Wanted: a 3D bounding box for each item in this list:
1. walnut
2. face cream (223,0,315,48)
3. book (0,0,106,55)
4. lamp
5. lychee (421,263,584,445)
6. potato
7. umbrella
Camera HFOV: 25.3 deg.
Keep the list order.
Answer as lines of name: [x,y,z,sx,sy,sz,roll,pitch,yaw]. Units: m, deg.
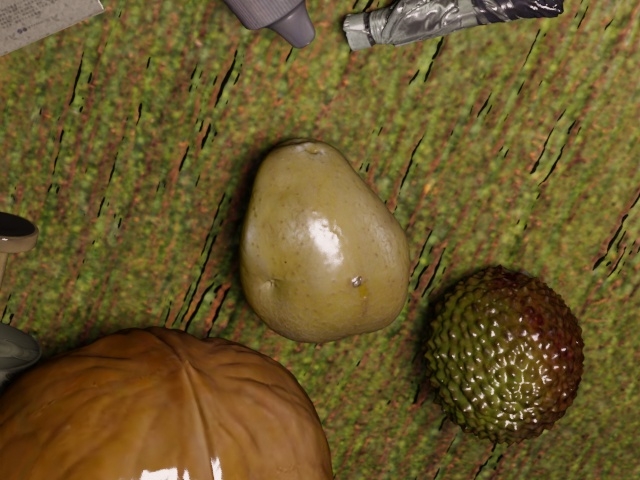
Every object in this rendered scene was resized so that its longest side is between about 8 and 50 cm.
walnut: [-0.168,0.258,1.348,0.354,0.308,0.398,-8,133,-38]
face cream: [-0.097,-0.278,1.135,0.092,0.092,0.311,-29,118,19]
book: [-0.286,-0.252,1.200,0.138,0.016,0.199,-20,119,14]
lamp: [-0.322,0.081,1.356,0.121,0.121,0.215,12,108,-5]
lychee: [0.170,0.115,1.330,0.171,0.171,0.171,1,122,1]
potato: [0.000,0.000,1.287,0.157,0.157,0.194,-11,108,9]
umbrella: [0.112,-0.198,1.206,0.188,0.046,0.050,-9,129,13]
